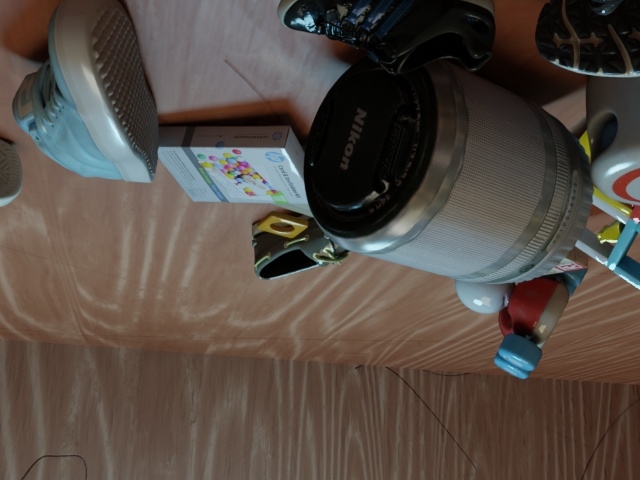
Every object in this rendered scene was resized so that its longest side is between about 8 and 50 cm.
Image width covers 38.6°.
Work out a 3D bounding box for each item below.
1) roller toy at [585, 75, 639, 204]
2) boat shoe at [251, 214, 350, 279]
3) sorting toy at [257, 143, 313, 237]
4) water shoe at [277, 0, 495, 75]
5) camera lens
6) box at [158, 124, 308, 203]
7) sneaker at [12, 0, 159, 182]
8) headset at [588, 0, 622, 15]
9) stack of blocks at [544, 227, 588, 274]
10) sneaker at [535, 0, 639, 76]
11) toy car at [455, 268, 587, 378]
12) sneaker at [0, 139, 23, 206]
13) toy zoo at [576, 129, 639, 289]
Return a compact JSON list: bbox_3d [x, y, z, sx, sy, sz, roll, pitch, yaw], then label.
[{"bbox_3d":[0.380,-0.115,0.958,0.191,0.146,0.209,-13,158,43],"label":"roller toy"},{"bbox_3d":[0.003,0.001,1.500,0.305,0.091,0.109,-13,158,42],"label":"boat shoe"},{"bbox_3d":[0.010,-0.081,1.306,0.196,0.047,0.348,22,153,-33],"label":"sorting toy"},{"bbox_3d":[0.059,-0.196,0.842,0.203,0.080,0.073,1,163,5],"label":"water shoe"},{"bbox_3d":[0.136,-0.074,1.000,0.274,0.219,0.219,15,159,-37],"label":"camera lens"},{"bbox_3d":[-0.108,-0.098,1.204,0.186,0.038,0.145,2,154,18],"label":"box"},{"bbox_3d":[-0.265,-0.142,0.978,0.150,0.135,0.366,0,163,-3],"label":"sneaker"},{"bbox_3d":[0.082,-0.280,0.371,0.243,0.185,0.394,-6,151,26],"label":"headset"},{"bbox_3d":[0.266,-0.016,1.416,0.171,0.087,0.297,-12,158,41],"label":"stack of blocks"},{"bbox_3d":[0.335,-0.186,0.799,0.283,0.110,0.122,-5,165,24],"label":"sneaker"},{"bbox_3d":[0.333,0.099,1.703,0.238,0.219,0.210,29,169,13],"label":"toy car"},{"bbox_3d":[-0.576,-0.094,1.184,0.350,0.131,0.148,17,154,-42],"label":"sneaker"},{"bbox_3d":[0.395,-0.029,1.126,0.293,0.030,0.192,37,146,23],"label":"toy zoo"}]
